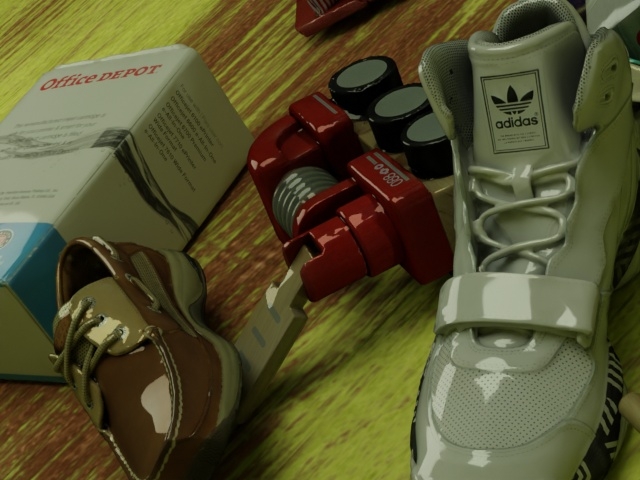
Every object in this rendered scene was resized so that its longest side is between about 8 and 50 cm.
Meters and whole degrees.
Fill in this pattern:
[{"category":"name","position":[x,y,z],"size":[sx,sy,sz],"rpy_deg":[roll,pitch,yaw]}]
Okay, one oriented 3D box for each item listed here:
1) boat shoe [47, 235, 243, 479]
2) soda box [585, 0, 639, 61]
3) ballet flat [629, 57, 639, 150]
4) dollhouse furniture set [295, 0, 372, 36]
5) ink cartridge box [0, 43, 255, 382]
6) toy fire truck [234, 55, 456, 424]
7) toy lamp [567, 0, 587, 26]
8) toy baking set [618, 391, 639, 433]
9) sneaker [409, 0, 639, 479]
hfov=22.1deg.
[{"category":"boat shoe","position":[-0.146,0.089,1.221],"size":[0.123,0.119,0.324],"rpy_deg":[-62,22,13]},{"category":"soda box","position":[0.265,-0.274,1.288],"size":[0.098,0.091,0.286],"rpy_deg":[-40,41,50]},{"category":"ballet flat","position":[0.245,-0.089,1.183],"size":[0.086,0.086,0.248],"rpy_deg":[-47,33,-22]},{"category":"dollhouse furniture set","position":[-0.003,-0.389,1.748],"size":[0.152,0.201,0.374],"rpy_deg":[-27,24,12]},{"category":"ink cartridge box","position":[-0.234,-0.025,1.496],"size":[0.223,0.129,0.307],"rpy_deg":[-3,42,43]},{"category":"toy fire truck","position":[0.000,0.000,1.244],"size":[0.246,0.159,0.217],"rpy_deg":[-27,29,-10]},{"category":"toy lamp","position":[0.289,-0.272,1.400],"size":[0.274,0.080,0.080],"rpy_deg":[-40,30,-11]},{"category":"toy baking set","position":[0.259,0.078,0.872],"size":[0.197,0.030,0.256],"rpy_deg":[-59,37,20]},{"category":"sneaker","position":[0.119,-0.003,1.017],"size":[0.137,0.210,0.366],"rpy_deg":[-1,39,25]}]
